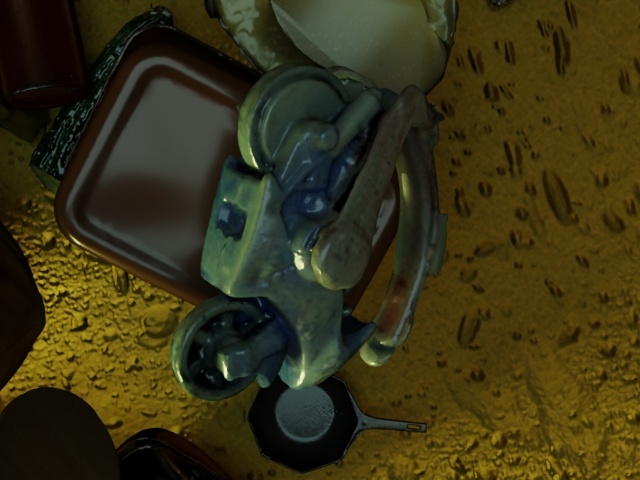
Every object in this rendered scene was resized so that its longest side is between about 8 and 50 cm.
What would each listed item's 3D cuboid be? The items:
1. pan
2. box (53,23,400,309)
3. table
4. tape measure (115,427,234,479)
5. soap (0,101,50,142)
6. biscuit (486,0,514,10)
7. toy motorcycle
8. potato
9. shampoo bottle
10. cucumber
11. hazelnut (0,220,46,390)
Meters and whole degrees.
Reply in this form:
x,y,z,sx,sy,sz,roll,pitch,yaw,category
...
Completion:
x,y,z,sx,sy,sz,roll,pitch,yaw,category
0.014,0.229,1.270,0.201,0.048,0.128,26,99,2,pan
-0.097,-0.057,1.121,0.339,0.229,0.239,27,98,-12,box
-0.358,0.275,1.141,0.226,0.167,0.167,-26,95,30,table
-0.161,0.322,1.216,0.223,0.202,0.135,42,93,-7,tape measure
-0.422,-0.313,1.176,0.338,0.169,0.304,30,107,-1,soap
0.202,-0.398,1.196,0.131,0.026,0.237,-27,94,8,biscuit
0.010,0.006,0.937,0.241,0.182,0.319,16,98,-11,toy motorcycle
0.004,-0.265,1.132,0.285,0.242,0.243,23,97,-7,potato
-0.336,-0.282,1.189,0.102,0.064,0.260,-11,78,-15,shampoo bottle
-0.257,-0.165,1.231,0.077,0.077,0.265,34,95,-1,cucumber
-0.489,0.064,1.105,0.359,0.409,0.359,-11,128,-15,hazelnut
